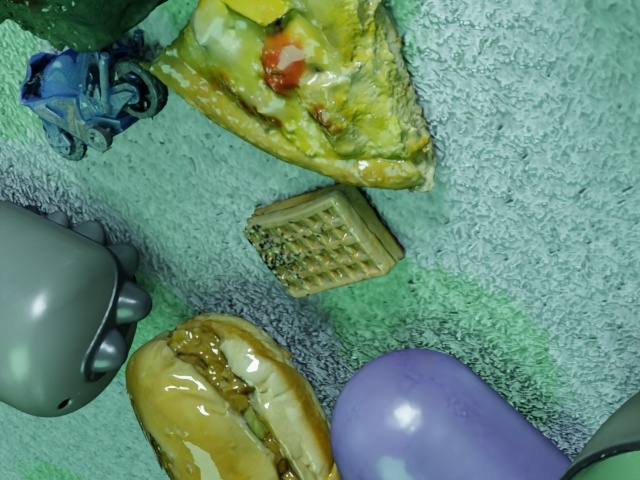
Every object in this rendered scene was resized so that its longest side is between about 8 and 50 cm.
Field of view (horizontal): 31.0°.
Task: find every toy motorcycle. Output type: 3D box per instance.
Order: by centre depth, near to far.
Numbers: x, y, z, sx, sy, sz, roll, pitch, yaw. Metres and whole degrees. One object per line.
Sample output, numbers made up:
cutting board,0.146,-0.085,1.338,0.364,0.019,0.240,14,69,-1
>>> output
toy motorcycle,-0.227,-0.146,1.118,0.205,0.076,0.114,-20,109,47

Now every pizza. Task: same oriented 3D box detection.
pizza,-0.031,-0.175,0.929,0.279,0.075,0.288,20,140,18

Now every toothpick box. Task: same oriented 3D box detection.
toothpick box,-0.342,0.064,1.315,0.316,0.229,0.229,21,140,23

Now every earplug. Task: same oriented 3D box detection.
earplug,0.194,0.293,1.157,0.456,0.215,0.215,46,142,-8

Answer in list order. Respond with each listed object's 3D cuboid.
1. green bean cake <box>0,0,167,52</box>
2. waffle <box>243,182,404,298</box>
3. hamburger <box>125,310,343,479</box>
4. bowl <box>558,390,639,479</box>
green bean cake,-0.224,-0.262,0.794,0.169,0.308,0.300,25,140,16
waffle,0.000,0.001,1.117,0.148,0.042,0.102,-16,119,46
hamburger,-0.089,0.227,1.270,0.305,0.174,0.284,64,166,-3
bowl,0.381,0.219,0.938,0.353,0.185,0.354,21,140,19
